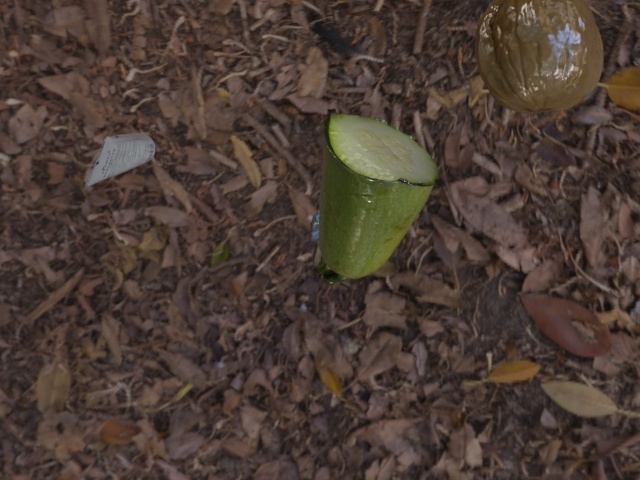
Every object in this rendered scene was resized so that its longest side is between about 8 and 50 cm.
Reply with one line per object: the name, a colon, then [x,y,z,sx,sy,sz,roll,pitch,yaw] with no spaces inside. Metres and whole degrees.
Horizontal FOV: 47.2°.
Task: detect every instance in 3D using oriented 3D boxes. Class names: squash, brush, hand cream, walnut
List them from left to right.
hand cream: [-0.311,-0.135,1.148,0.050,0.234,0.080,25,103,-1]
brush: [0.000,0.000,1.507,0.021,0.070,0.196,38,148,23]
squash: [0.060,-0.026,0.864,0.137,0.137,0.287,16,145,8]
walnut: [0.373,-0.330,1.253,0.228,0.228,0.228,4,110,12]
